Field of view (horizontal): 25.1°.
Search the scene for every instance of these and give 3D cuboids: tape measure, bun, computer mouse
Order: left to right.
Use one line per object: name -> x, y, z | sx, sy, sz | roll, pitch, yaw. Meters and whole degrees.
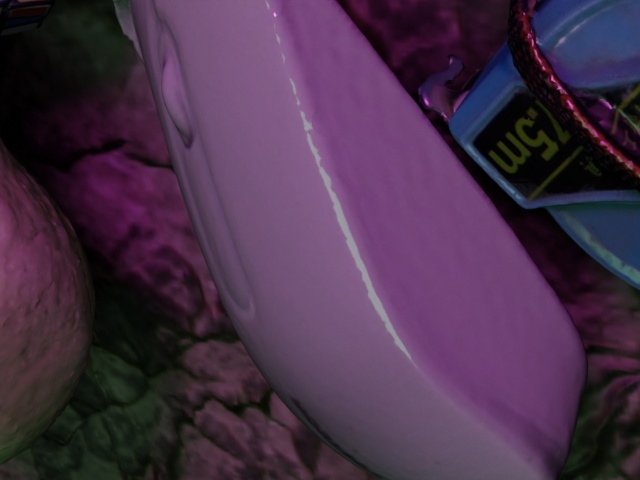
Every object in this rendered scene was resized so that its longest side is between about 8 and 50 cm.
bun -> -0.172, -0.012, 0.548 | 0.221, 0.108, 0.221 | 32, 151, 20
computer mouse -> 0.000, 0.000, 0.474 | 0.231, 0.079, 0.128 | 53, 158, -10
tape measure -> 0.114, -0.039, 0.401 | 0.146, 0.081, 0.125 | 39, 140, -3

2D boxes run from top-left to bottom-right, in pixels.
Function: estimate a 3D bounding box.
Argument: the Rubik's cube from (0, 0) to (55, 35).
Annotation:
Rubik's cube -> -0.127, -0.114, 0.472 | 0.111, 0.111, 0.093 | 21, 159, 14
